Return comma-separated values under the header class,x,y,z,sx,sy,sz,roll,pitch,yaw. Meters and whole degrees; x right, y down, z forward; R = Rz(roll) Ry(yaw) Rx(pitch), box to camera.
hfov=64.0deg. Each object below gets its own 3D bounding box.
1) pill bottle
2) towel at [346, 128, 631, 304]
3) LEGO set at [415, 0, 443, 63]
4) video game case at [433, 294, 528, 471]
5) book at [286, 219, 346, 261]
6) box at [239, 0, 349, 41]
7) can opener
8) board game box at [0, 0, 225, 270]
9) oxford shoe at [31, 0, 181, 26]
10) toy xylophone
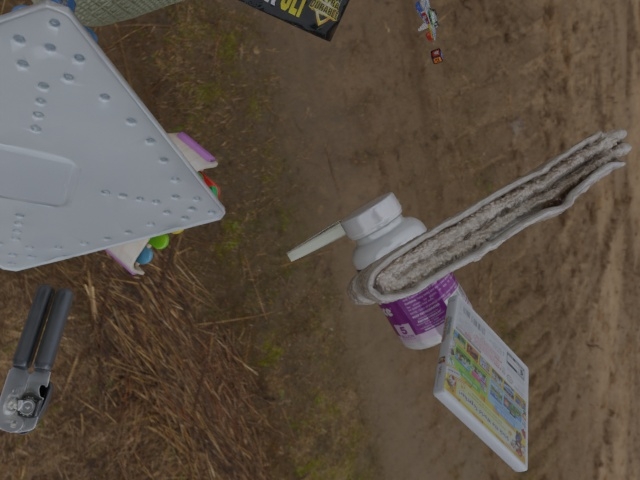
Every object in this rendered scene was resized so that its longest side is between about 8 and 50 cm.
class,x,y,z,sx,sy,sz,roll,pitch,yaw
pill bottle,0.170,0.058,1.058,0.169,0.169,0.301,-35,97,-28
towel,0.157,-0.011,0.522,0.282,0.187,0.049,-29,83,-7
LEGO set,0.200,-0.491,1.051,0.244,0.060,0.182,61,29,-32
video game case,0.280,0.236,0.868,0.227,0.026,0.206,45,41,-18
book,0.000,0.000,1.187,0.144,0.096,0.035,-30,90,13
box,-0.144,-0.329,0.549,0.322,0.257,0.079,-13,135,-59
can opener,-0.557,0.232,1.011,0.076,0.095,0.283,11,69,-9
board game box,-0.380,-0.100,0.668,0.390,0.391,0.050,62,16,-59
oxford shoe,-0.357,-0.524,0.979,0.449,0.169,0.130,-43,104,-40
toy xylophone,-0.370,-0.095,1.065,0.322,0.236,0.081,-45,171,12
